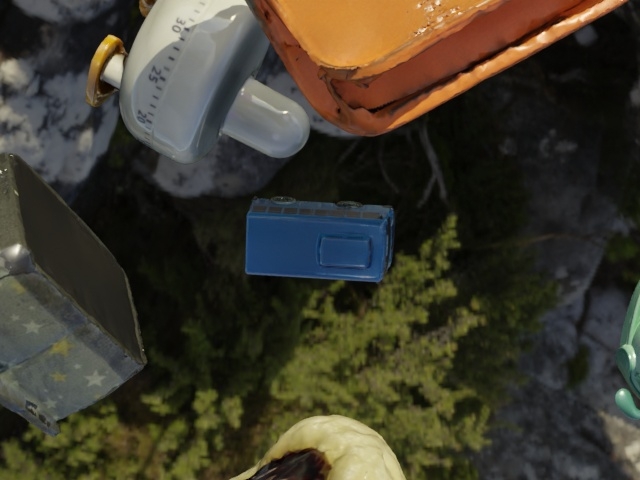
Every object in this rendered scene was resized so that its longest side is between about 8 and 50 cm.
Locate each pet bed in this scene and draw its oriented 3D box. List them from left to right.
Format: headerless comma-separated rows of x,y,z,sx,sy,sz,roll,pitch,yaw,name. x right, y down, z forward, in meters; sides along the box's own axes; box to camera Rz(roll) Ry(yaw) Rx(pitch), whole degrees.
-0.279,0.059,0.978,0.159,0.183,0.211,-30,135,5,pet bed

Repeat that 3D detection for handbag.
0.122,-0.299,0.974,0.410,0.303,0.116,-30,153,-3,handbag

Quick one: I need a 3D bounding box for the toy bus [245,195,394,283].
0.000,0.000,1.376,0.185,0.106,0.090,3,104,3,toy bus

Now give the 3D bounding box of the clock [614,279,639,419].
0.430,0.136,1.303,0.148,0.060,0.188,19,88,-15,clock

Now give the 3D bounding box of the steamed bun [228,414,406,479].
-0.005,0.162,0.522,0.141,0.155,0.172,-28,106,44,steamed bun

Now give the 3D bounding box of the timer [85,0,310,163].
-0.117,-0.192,1.265,0.240,0.233,0.233,28,124,2,timer
